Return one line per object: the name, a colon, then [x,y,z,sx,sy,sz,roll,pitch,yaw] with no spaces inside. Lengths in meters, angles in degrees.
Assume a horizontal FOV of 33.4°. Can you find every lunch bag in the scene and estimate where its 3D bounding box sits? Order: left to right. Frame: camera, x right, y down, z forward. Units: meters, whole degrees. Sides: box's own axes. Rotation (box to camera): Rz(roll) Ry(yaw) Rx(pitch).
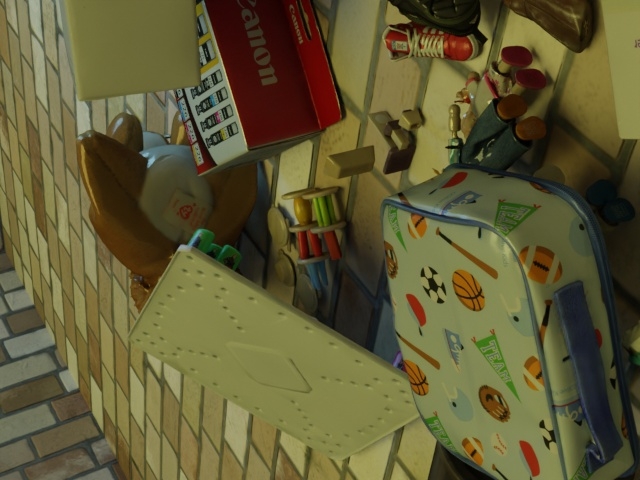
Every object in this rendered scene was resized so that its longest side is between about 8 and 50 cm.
lunch bag: [0.171,0.089,0.953,0.243,0.115,0.304,18,129,58]

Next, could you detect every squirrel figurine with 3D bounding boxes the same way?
squirrel figurine: [-0.274,-0.027,1.824,0.370,0.281,0.397,-168,66,-67]

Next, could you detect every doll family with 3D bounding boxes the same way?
doll family: [0.181,-0.059,1.083,0.263,0.118,0.163,63,152,18]

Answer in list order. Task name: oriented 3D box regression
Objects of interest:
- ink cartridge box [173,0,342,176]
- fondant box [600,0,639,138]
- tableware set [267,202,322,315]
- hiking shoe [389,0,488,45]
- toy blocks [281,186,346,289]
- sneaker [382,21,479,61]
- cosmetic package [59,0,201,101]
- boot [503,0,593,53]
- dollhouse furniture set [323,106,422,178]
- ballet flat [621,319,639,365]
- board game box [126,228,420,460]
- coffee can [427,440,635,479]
ink cartridge box: [-0.118,-0.274,1.516,0.272,0.130,0.310,-16,91,62]
fondant box: [0.308,-0.239,0.758,0.238,0.096,0.330,12,117,60]
tableware set: [-0.040,0.029,1.674,0.168,0.020,0.141,39,138,48]
hiking shoe: [0.080,-0.280,1.126,0.227,0.086,0.114,46,178,27]
toy blocks: [0.000,0.000,1.540,0.123,0.054,0.148,4,109,62]
sneaker: [0.116,-0.216,1.170,0.118,0.067,0.042,29,130,53]
cosmetic package: [-0.238,-0.380,1.223,0.217,0.156,0.385,-118,24,-55]
boot: [0.216,-0.240,0.997,0.114,0.037,0.106,50,159,43]
dollhouse furniture set: [0.050,-0.134,1.300,0.081,0.114,0.091,60,154,31]
ballet flat: [0.402,0.064,0.764,0.409,0.147,0.147,8,113,58]
board game box: [-0.064,0.163,1.517,0.389,0.050,0.390,31,150,-6]
coffee can: [0.208,0.306,1.165,0.201,0.201,0.275,48,145,40]
